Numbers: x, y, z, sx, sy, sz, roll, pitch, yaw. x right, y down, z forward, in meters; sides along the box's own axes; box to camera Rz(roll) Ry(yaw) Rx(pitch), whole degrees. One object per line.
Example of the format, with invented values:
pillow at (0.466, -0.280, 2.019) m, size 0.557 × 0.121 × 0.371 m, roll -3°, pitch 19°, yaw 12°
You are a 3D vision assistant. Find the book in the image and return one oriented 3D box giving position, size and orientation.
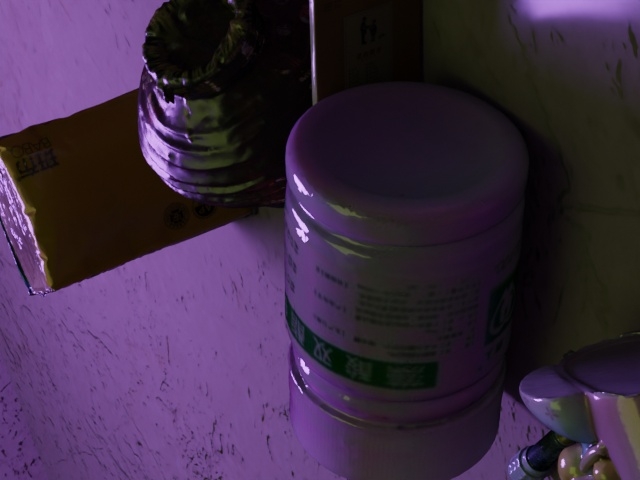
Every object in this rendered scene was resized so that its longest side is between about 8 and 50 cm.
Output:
book at (0.042, -0.161, 1.466) m, size 0.012 × 0.118 × 0.172 m, roll 37°, pitch 139°, yaw 43°

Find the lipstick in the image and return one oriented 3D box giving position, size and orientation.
lipstick at (0.214, 0.196, 1.531) m, size 0.037 × 0.037 × 0.116 m, roll 59°, pitch 149°, yaw 16°

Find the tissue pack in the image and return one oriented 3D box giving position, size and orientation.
tissue pack at (-0.238, -0.068, 1.907) m, size 0.134 × 0.271 × 0.192 m, roll -10°, pitch 103°, yaw 68°

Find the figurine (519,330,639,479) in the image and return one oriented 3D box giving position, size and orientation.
figurine at (0.255, 0.240, 1.341) m, size 0.284 × 0.206 × 0.315 m, roll -4°, pitch 101°, yaw 57°

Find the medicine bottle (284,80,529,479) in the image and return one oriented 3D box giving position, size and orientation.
medicine bottle at (0.071, 0.042, 1.473) m, size 0.212 × 0.212 × 0.325 m, roll 44°, pitch 145°, yaw 39°

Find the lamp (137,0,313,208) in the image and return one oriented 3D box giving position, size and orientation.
lamp at (-0.068, -0.144, 1.565) m, size 0.247 × 0.247 × 0.247 m, roll 43°, pitch 145°, yaw 40°
